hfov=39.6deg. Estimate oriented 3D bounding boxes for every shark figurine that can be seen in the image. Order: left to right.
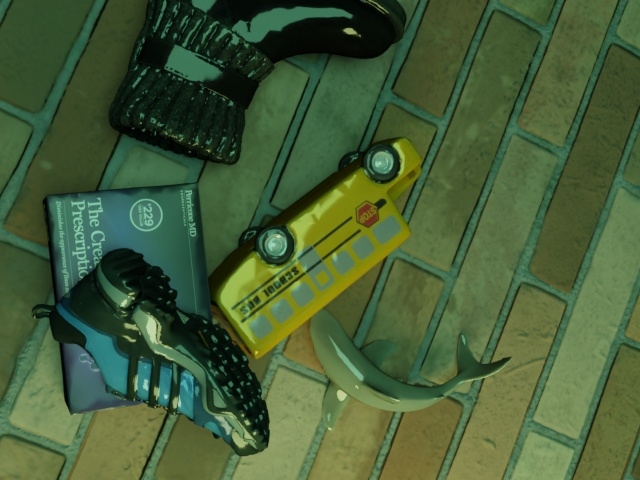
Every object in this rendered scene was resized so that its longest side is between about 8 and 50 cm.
[{"bbox_3d":[0.111,0.197,1.206,0.278,0.116,0.166,12,87,-16],"label":"shark figurine"}]

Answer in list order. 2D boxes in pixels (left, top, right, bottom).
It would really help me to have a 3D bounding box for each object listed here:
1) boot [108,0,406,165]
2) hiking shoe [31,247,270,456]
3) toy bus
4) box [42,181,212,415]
[{"bbox_3d":[-0.075,-0.216,1.131,0.348,0.131,0.260,11,80,-7],"label":"boot"},{"bbox_3d":[-0.179,0.146,1.028,0.132,0.113,0.304,-33,110,15],"label":"hiking shoe"},{"bbox_3d":[0.000,0.000,1.170,0.332,0.108,0.130,-38,101,-14],"label":"toy bus"},{"bbox_3d":[-0.234,0.066,1.100,0.184,0.103,0.261,-7,92,-20],"label":"box"}]
